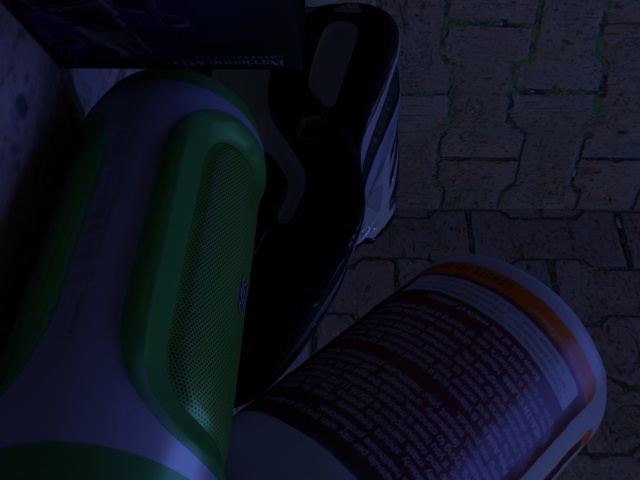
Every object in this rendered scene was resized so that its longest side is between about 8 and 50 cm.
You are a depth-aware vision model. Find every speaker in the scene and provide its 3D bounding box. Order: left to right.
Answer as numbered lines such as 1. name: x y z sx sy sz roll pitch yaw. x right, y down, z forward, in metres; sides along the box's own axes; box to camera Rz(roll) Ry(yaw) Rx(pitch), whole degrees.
1. speaker: -0.100 0.033 0.490 0.131 0.131 0.296 87 4 -46

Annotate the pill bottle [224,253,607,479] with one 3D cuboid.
1. pill bottle: 0.048 0.194 0.757 0.392 0.224 0.224 -33 138 -34

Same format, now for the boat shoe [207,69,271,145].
1. boat shoe: -0.082 -0.200 1.017 0.091 0.109 0.305 -77 164 -56

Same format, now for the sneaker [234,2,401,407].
1. sneaker: 0.001 0.000 0.926 0.257 0.169 0.447 66 40 -55

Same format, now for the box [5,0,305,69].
1. box: -0.086 -0.171 0.456 0.207 0.153 0.108 72 19 -79

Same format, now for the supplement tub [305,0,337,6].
1. supplement tub: -0.021 -0.430 1.024 0.316 0.228 0.228 79 12 -76

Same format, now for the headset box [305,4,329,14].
1. headset box: -0.048 -0.388 1.462 0.246 0.131 0.283 -44 134 -87
